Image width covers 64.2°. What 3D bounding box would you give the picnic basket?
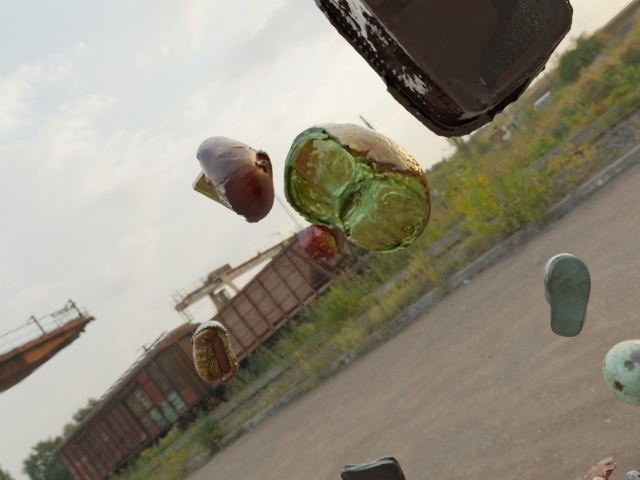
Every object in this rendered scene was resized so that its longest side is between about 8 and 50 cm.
[{"bbox_3d":[0.138,-0.265,0.552,0.222,0.297,0.129,-44,9,12],"label":"picnic basket"}]

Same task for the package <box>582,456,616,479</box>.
[{"bbox_3d":[0.525,0.457,0.961,0.110,0.033,0.077,-19,-49,-60],"label":"package"}]

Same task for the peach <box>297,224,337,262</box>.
[{"bbox_3d":[0.000,0.000,1.021,0.050,0.083,0.077,-36,10,39],"label":"peach"}]

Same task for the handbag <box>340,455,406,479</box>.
[{"bbox_3d":[0.200,0.819,1.651,0.191,0.332,0.075,-18,29,12],"label":"handbag"}]

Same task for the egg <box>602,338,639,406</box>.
[{"bbox_3d":[0.838,0.352,1.344,0.169,0.169,0.231,-40,-40,2],"label":"egg"}]

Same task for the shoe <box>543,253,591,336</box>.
[{"bbox_3d":[0.624,0.128,1.303,0.103,0.251,0.100,-5,28,18],"label":"shoe"}]

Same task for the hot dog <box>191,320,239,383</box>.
[{"bbox_3d":[-0.320,0.341,1.539,0.131,0.069,0.253,-15,-52,-14],"label":"hot dog"}]

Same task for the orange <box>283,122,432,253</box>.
[{"bbox_3d":[0.080,-0.122,1.126,0.196,0.334,0.263,-70,3,-53],"label":"orange"}]

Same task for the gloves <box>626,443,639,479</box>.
[{"bbox_3d":[0.327,0.338,0.539,0.285,0.119,0.142,-48,0,-26],"label":"gloves"}]

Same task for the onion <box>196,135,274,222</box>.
[{"bbox_3d":[-0.206,-0.156,1.275,0.161,0.248,0.248,-26,-9,-21],"label":"onion"}]

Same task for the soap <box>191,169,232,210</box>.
[{"bbox_3d":[-0.279,-0.145,1.624,0.092,0.252,0.037,-50,35,15],"label":"soap"}]
